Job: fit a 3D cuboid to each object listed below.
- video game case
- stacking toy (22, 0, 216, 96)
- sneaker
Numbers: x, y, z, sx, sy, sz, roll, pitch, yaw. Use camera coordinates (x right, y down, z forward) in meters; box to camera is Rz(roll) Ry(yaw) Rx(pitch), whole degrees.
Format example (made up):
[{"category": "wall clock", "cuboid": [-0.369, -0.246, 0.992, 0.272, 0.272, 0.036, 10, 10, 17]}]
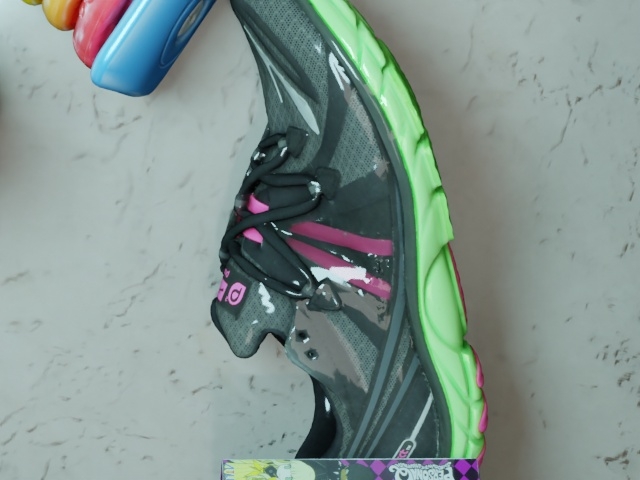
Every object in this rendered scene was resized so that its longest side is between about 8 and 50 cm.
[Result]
[{"category": "video game case", "cuboid": [0.017, 0.262, 1.665, 0.210, 0.042, 0.232, 0, 139, -4]}, {"category": "stacking toy", "cuboid": [-0.223, -0.261, 1.584, 0.302, 0.175, 0.166, 35, 95, 5]}, {"category": "sneaker", "cuboid": [0.000, 0.000, 1.615, 0.202, 0.185, 0.483, -15, 100, -6]}]
